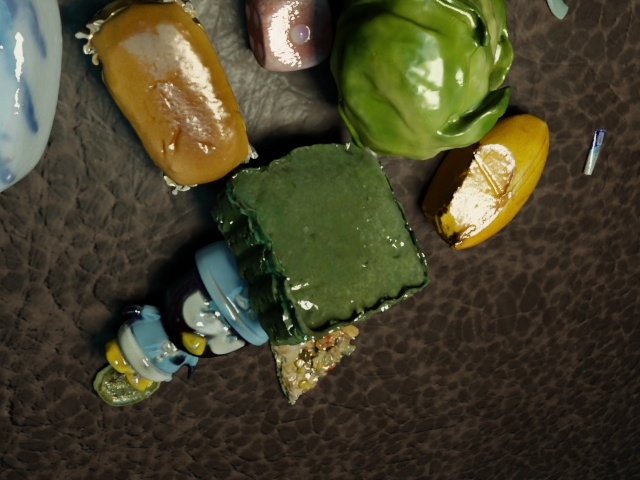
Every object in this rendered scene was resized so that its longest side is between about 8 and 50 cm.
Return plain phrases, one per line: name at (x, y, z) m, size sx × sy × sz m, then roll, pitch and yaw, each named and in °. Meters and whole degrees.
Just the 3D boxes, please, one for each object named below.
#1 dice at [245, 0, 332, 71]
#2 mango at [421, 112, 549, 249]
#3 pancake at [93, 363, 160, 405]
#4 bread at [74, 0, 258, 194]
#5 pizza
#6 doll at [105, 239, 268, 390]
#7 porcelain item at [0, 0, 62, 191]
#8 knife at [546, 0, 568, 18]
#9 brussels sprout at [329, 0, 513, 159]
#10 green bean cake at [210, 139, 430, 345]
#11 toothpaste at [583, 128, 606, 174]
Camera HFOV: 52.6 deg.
dice at (-0.040, -0.272, 0.820) m, size 0.094 × 0.091 × 0.093 m, roll -14°, pitch 124°, yaw -16°
mango at (0.269, -0.101, 1.040) m, size 0.154 × 0.126 × 0.252 m, roll 40°, pitch 92°, yaw -25°
pancake at (-0.316, 0.231, 1.060) m, size 0.108 × 0.017 × 0.108 m, roll -9°, pitch 119°, yaw -17°
bread at (-0.181, -0.184, 0.807) m, size 0.136 × 0.107 × 0.241 m, roll -26°, pitch 126°, yaw -3°
pizza at (-0.029, 0.218, 1.154) m, size 0.185 × 0.052 × 0.195 m, roll 6°, pitch 117°, yaw -23°
doll at (-0.168, 0.110, 0.972) m, size 0.314 × 0.141 × 0.177 m, roll -34°, pitch 118°, yaw 4°
porcelain item at (-0.403, -0.170, 0.674) m, size 0.243 × 0.178 × 0.405 m, roll 11°, pitch 115°, yaw -29°
knife at (0.318, -0.409, 0.936) m, size 0.028 × 0.015 × 0.210 m, roll -34°, pitch 126°, yaw 8°
brussels sprout at (0.124, -0.230, 0.806) m, size 0.227 × 0.259 × 0.294 m, roll 10°, pitch 156°, yaw 9°
green bean cake at (0.000, 0.000, 0.902) m, size 0.241 × 0.132 × 0.255 m, roll -24°, pitch 85°, yaw -28°
toothpaste at (0.494, -0.160, 1.167) m, size 0.024 × 0.015 × 0.083 m, roll -1°, pitch 114°, yaw -21°
